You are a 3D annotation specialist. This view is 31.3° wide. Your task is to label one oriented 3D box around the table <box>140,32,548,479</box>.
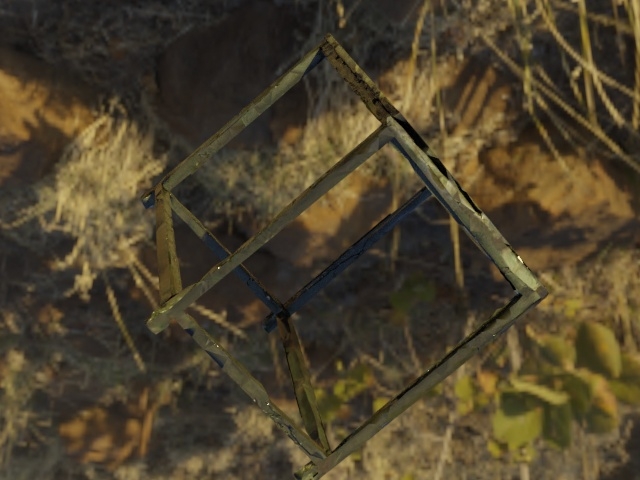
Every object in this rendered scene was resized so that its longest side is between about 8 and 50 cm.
[{"bbox_3d":[0.000,0.000,1.094,0.272,0.335,0.222,-39,111,6],"label":"table"}]
